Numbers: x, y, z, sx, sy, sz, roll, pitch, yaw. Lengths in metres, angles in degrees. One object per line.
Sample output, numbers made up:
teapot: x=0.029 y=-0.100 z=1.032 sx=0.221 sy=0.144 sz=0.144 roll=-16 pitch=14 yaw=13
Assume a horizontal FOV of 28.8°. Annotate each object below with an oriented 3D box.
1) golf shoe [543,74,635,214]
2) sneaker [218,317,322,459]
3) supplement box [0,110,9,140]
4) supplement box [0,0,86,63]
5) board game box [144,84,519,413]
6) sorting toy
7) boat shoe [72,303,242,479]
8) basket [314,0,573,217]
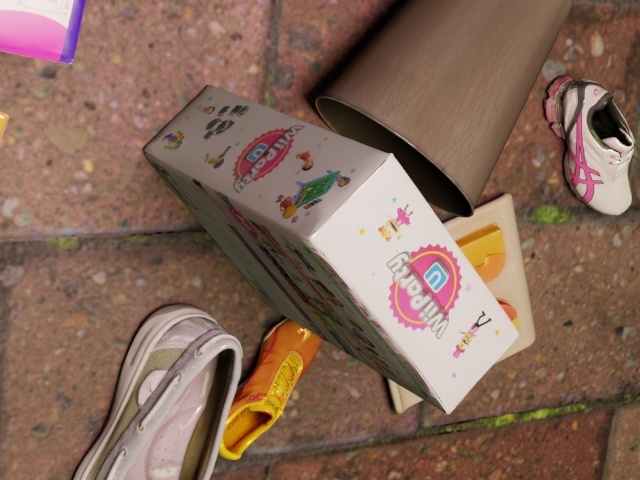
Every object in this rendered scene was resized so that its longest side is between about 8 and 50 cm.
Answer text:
golf shoe: x=0.311 y=-0.095 z=1.380 sx=0.067 sy=0.086 sz=0.186 roll=-42 pitch=124 yaw=-16
sneaker: x=-0.047 y=0.147 z=1.246 sx=0.064 sy=0.067 sz=0.175 roll=41 pitch=81 yaw=-33
supplement box: x=-0.365 y=-0.106 z=0.953 sx=0.233 sy=0.078 sz=0.080 roll=16 pitch=97 yaw=-34
supplement box: x=-0.296 y=-0.214 z=0.939 sx=0.220 sy=0.114 sz=0.111 roll=8 pitch=103 yaw=-35
board game box: x=0.000 y=0.000 z=1.080 sx=0.097 sy=0.303 sz=0.224 roll=-46 pitch=124 yaw=-11
sorting toy: x=0.150 y=0.071 z=1.361 sx=0.208 sy=0.038 sz=0.193 roll=-26 pitch=118 yaw=-23
boat shoe: x=-0.155 y=0.223 z=1.180 sx=0.118 sy=0.103 sz=0.320 roll=17 pitch=96 yaw=-35
basket: x=0.131 y=-0.171 z=1.205 sx=0.204 sy=0.154 sz=0.227 roll=39 pitch=80 yaw=-37
